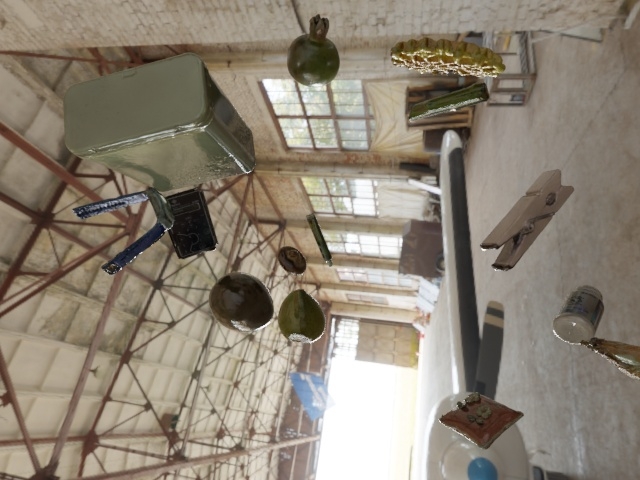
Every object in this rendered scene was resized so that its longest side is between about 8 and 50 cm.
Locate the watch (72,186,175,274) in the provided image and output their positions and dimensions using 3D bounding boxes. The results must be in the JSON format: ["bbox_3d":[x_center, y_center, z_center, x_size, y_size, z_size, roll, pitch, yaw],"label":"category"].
[{"bbox_3d":[-0.625,-0.074,1.329,0.276,0.274,0.068,50,177,22],"label":"watch"}]

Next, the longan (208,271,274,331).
[{"bbox_3d":[-0.285,0.229,1.521,0.248,0.247,0.249,4,-90,-78],"label":"longan"}]

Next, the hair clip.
[{"bbox_3d":[0.587,-0.064,1.179,0.331,0.101,0.085,-47,10,-14],"label":"hair clip"}]

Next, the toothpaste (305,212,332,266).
[{"bbox_3d":[0.000,0.000,1.475,0.031,0.049,0.204,-27,-83,-37],"label":"toothpaste"}]

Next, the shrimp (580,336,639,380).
[{"bbox_3d":[0.702,0.272,0.954,0.043,0.184,0.092,-28,-51,-41],"label":"shrimp"}]

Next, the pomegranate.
[{"bbox_3d":[-0.015,-0.593,1.330,0.210,0.179,0.180,145,136,-66],"label":"pomegranate"}]

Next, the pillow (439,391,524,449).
[{"bbox_3d":[0.458,0.506,1.190,0.179,0.171,0.075,2,115,66],"label":"pillow"}]

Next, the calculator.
[{"bbox_3d":[-0.485,-0.059,1.533,0.028,0.165,0.274,-130,26,-49],"label":"calculator"}]

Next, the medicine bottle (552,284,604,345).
[{"bbox_3d":[0.776,0.217,1.235,0.191,0.106,0.107,-36,-45,-38],"label":"medicine bottle"}]

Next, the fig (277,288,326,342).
[{"bbox_3d":[-0.091,0.367,2.039,0.239,0.239,0.272,-45,-44,-72],"label":"fig"}]

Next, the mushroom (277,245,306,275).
[{"bbox_3d":[-0.107,0.076,1.550,0.126,0.084,0.109,58,-174,15],"label":"mushroom"}]

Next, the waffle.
[{"bbox_3d":[0.329,-0.489,1.109,0.283,0.309,0.065,-123,42,-70],"label":"waffle"}]

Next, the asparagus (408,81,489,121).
[{"bbox_3d":[0.423,-0.462,1.389,0.067,0.277,0.060,37,-122,-45],"label":"asparagus"}]

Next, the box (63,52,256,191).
[{"bbox_3d":[-0.385,-0.272,1.071,0.344,0.351,0.178,46,-146,-74],"label":"box"}]
